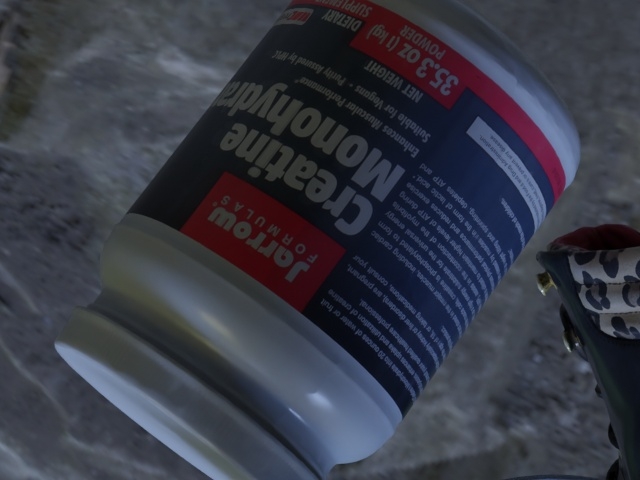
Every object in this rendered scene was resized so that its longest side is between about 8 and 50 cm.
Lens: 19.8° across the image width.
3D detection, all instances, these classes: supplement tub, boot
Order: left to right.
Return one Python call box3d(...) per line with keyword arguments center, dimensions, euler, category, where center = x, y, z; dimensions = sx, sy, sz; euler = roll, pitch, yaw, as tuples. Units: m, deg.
box3d(center=(0.000, 0.000, 1.022), dimensions=(0.191, 0.191, 0.272), euler=(43, 76, -27), category="supplement tub")
box3d(center=(0.208, 0.128, 1.162), dimensions=(0.138, 0.377, 0.284), euler=(-18, 95, -23), category="boot")

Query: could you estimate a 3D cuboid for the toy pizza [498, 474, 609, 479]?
box3d(center=(0.078, 0.184, 0.693), dimensions=(0.201, 0.032, 0.201), euler=(-3, 109, -9), category="toy pizza")
